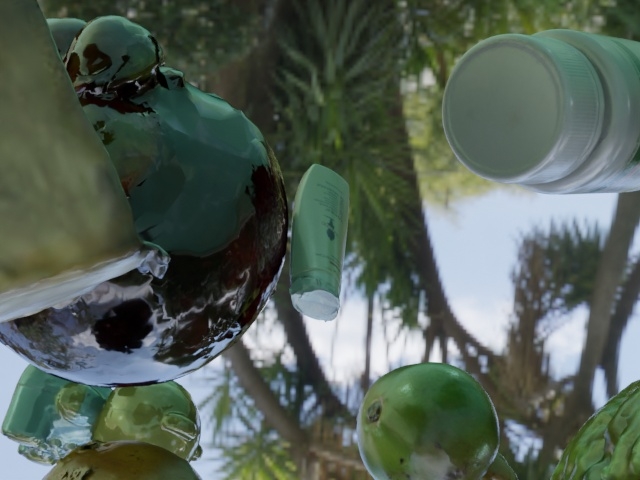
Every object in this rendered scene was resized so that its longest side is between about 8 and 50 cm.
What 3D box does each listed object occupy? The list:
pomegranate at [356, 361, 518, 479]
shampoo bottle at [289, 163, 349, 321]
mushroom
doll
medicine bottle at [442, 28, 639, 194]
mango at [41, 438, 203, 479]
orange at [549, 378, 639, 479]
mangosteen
[{"bbox_3d":[0.165,0.288,1.650,0.190,0.240,0.159,-25,-163,-19],"label":"pomegranate"},{"bbox_3d":[0.000,0.000,1.399,0.072,0.049,0.212,33,-144,-27],"label":"shampoo bottle"},{"bbox_3d":[-0.358,-0.038,0.846,0.397,0.313,0.224,-23,179,-20],"label":"mushroom"},{"bbox_3d":[-0.295,0.257,1.723,0.261,0.161,0.177,14,155,6],"label":"doll"},{"bbox_3d":[0.320,-0.162,1.553,0.208,0.208,0.340,17,-167,37],"label":"medicine bottle"},{"bbox_3d":[-0.172,0.260,1.110,0.151,0.156,0.249,-50,-151,-13],"label":"mango"},{"bbox_3d":[0.217,0.187,0.574,0.223,0.301,0.300,12,180,-26],"label":"orange"},{"bbox_3d":[-0.242,-0.040,1.338,0.381,0.421,0.381,-42,-169,10],"label":"mangosteen"}]
